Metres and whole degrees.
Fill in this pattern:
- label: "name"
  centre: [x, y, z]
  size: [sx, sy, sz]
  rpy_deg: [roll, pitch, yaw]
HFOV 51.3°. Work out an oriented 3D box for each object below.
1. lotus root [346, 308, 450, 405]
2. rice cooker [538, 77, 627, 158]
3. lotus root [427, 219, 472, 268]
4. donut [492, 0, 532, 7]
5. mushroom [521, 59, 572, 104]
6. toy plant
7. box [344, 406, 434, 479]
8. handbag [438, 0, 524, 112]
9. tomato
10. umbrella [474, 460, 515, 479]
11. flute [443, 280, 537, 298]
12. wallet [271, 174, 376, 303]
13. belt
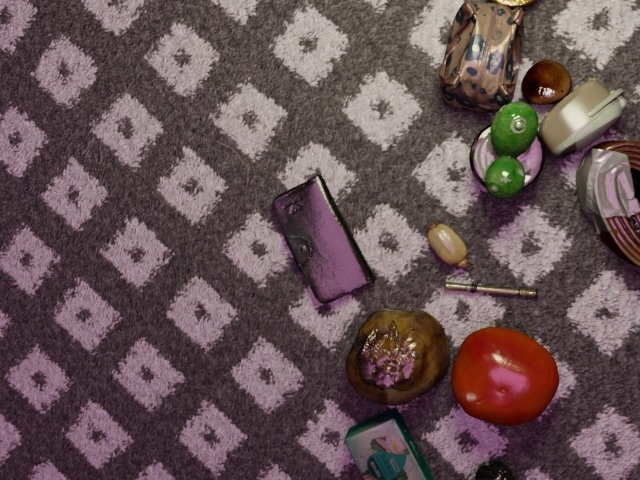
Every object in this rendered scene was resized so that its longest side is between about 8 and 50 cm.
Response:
- label: "lotus root"
  centre: [0.191, 0.299, 1.685]
  size: [0.272, 0.192, 0.272]
  rpy_deg: [0, 90, 16]
- label: "rice cooker"
  centre: [0.611, -0.285, 1.562]
  size: [0.206, 0.145, 0.127]
  rpy_deg: [-44, 76, 7]
- label: "lotus root"
  centre: [0.323, 0.014, 1.684]
  size: [0.073, 0.062, 0.150]
  rpy_deg: [-40, 85, 12]
- label: "donut"
  centre: [0.475, -0.644, 1.589]
  size: [0.174, 0.074, 0.190]
  rpy_deg: [27, 99, 8]
- label: "mushroom"
  centre: [0.539, -0.379, 1.594]
  size: [0.123, 0.052, 0.123]
  rpy_deg: [-9, 63, 17]
- label: "toy plant"
  centre: [0.439, -0.206, 1.554]
  size: [0.175, 0.235, 0.218]
  rpy_deg: [9, 96, 9]
- label: "box"
  centre: [0.186, 0.585, 1.747]
  size: [0.153, 0.092, 0.245]
  rpy_deg: [-28, 89, 12]
- label: "handbag"
  centre: [0.383, -0.436, 1.566]
  size: [0.190, 0.193, 0.251]
  rpy_deg: [10, 97, 6]
- label: "tomato"
  centre: [0.447, 0.341, 1.632]
  size: [0.260, 0.180, 0.259]
  rpy_deg: [2, 96, 19]
- label: "umbrella"
  centre: [0.399, 0.726, 1.720]
  size: [0.118, 0.118, 0.340]
  rpy_deg: [25, 104, 8]
- label: "flute"
  centre: [0.430, 0.126, 1.692]
  size: [0.233, 0.027, 0.027]
  rpy_deg: [4, 96, 10]
- label: "wallet"
  centre: [0.000, 0.000, 1.756]
  size: [0.172, 0.045, 0.318]
  rpy_deg: [-27, 88, 11]
- label: "belt"
  centre: [0.745, -0.084, 1.568]
  size: [0.217, 0.122, 0.338]
  rpy_deg: [-31, 91, 10]
